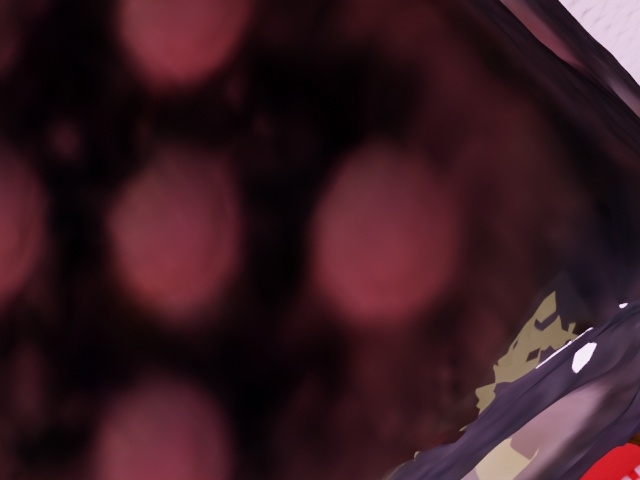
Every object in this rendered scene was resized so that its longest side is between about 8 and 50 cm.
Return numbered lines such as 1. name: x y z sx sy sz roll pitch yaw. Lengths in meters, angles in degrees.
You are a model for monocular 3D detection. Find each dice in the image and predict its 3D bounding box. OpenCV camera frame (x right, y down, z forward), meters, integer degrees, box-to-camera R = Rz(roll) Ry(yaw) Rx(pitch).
1. dice: 0.000 0.000 0.473 0.181 0.183 0.182 -45 161 16

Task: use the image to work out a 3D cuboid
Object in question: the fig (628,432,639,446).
1. fig: 0.338 0.063 1.029 0.286 0.369 0.286 -46 163 -19
